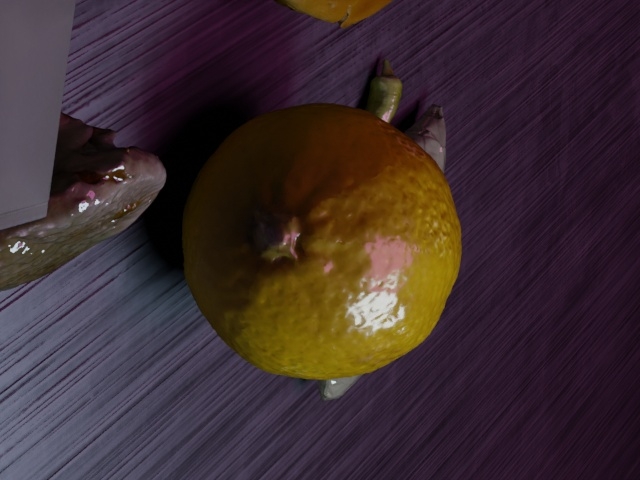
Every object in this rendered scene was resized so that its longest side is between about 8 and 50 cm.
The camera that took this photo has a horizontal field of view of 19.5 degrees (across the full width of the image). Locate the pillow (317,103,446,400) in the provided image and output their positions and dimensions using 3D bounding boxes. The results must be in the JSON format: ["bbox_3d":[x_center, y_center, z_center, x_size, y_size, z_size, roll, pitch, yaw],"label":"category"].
[{"bbox_3d":[0.078,0.016,2.182,0.274,0.076,0.281,-41,142,-51],"label":"pillow"}]

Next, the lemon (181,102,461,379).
[{"bbox_3d":[0.000,0.000,1.783,0.293,0.293,0.293,-44,144,-45],"label":"lemon"}]

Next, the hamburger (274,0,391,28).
[{"bbox_3d":[0.016,-0.350,1.701,0.284,0.174,0.304,-60,150,-5],"label":"hamburger"}]

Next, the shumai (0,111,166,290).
[{"bbox_3d":[-0.221,-0.047,1.473,0.201,0.120,0.201,-29,173,-4],"label":"shumai"}]

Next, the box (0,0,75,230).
[{"bbox_3d":[-0.278,-0.141,1.156,0.117,0.225,0.225,-20,124,-59],"label":"box"}]

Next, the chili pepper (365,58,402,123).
[{"bbox_3d":[0.041,-0.107,2.063,0.208,0.043,0.049,-60,165,-23],"label":"chili pepper"}]
